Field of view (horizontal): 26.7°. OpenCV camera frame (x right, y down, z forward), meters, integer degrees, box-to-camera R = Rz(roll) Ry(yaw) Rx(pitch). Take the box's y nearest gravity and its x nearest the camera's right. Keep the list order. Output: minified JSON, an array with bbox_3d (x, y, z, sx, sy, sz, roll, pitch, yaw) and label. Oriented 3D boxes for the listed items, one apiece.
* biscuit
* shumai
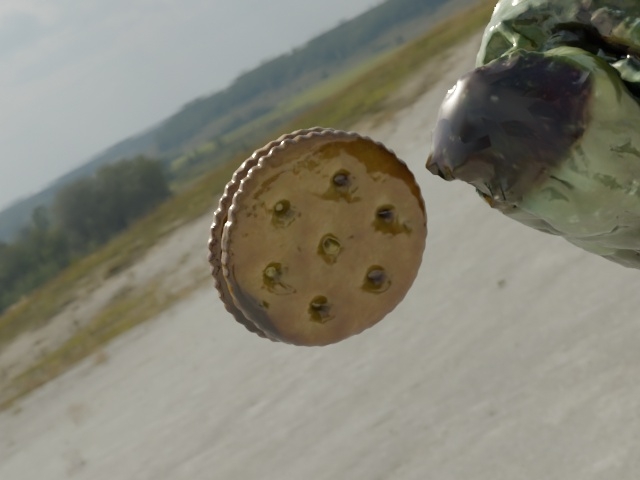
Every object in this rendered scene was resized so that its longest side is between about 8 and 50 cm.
[{"bbox_3d":[0.000,0.000,1.279,0.220,0.220,0.066,-29,25,-16],"label":"biscuit"},{"bbox_3d":[0.216,-0.069,1.176,0.309,0.304,0.263,22,36,40],"label":"shumai"}]
